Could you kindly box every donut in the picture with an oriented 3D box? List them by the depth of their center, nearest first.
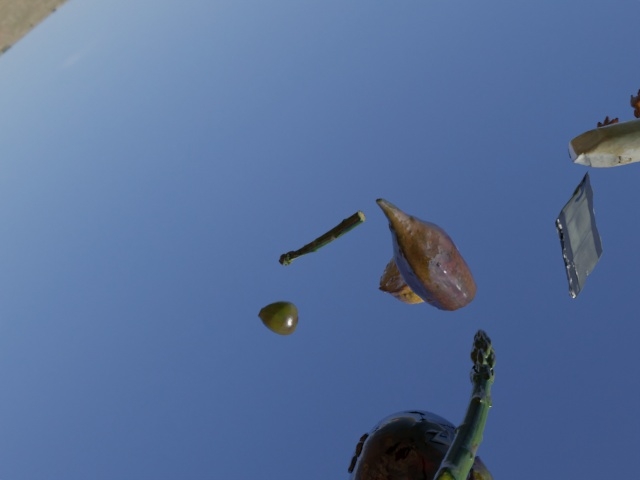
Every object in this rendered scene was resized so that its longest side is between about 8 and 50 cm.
[{"bbox_3d":[0.210,0.057,1.534,0.190,0.074,0.174,-31,-160,50],"label":"donut"}]

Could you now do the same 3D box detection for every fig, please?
[{"bbox_3d":[-0.090,0.162,1.588,0.088,0.074,0.074,12,-139,-1],"label":"fig"}]

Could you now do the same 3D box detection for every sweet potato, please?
[{"bbox_3d":[0.074,0.009,0.556,0.049,0.117,0.049,-31,-151,20],"label":"sweet potato"}]

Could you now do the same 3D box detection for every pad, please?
[{"bbox_3d":[0.560,-0.009,1.606,0.022,0.233,0.174,12,-133,40],"label":"pad"}]

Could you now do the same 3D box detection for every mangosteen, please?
[{"bbox_3d":[0.136,0.333,1.024,0.210,0.210,0.210,-28,-149,19],"label":"mangosteen"}]

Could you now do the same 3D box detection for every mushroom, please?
[{"bbox_3d":[0.451,-0.143,1.024,0.209,0.071,0.084,-10,-107,-1],"label":"mushroom"}]

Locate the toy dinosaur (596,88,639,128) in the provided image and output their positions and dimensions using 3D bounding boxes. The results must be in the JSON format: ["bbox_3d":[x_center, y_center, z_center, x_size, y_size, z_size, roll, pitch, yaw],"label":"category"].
[{"bbox_3d":[0.678,-0.194,1.542,0.097,0.208,0.432,-27,-146,58],"label":"toy dinosaur"}]

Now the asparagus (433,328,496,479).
[{"bbox_3d":[0.131,0.153,0.657,0.027,0.034,0.236,-64,174,35],"label":"asparagus"}]

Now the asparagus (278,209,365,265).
[{"bbox_3d":[0.000,0.000,0.864,0.127,0.018,0.015,-30,-177,30],"label":"asparagus"}]
